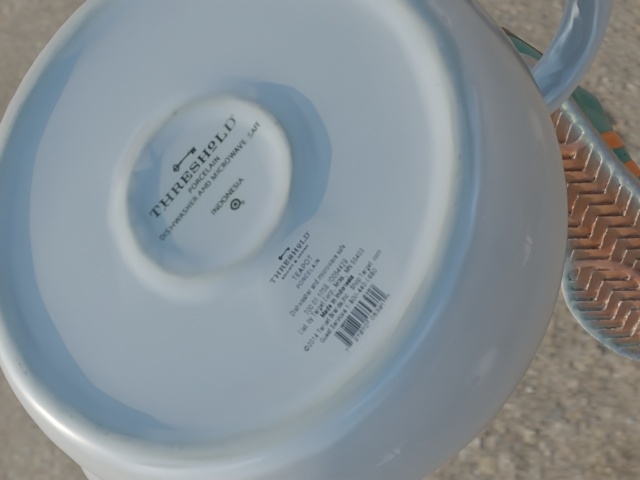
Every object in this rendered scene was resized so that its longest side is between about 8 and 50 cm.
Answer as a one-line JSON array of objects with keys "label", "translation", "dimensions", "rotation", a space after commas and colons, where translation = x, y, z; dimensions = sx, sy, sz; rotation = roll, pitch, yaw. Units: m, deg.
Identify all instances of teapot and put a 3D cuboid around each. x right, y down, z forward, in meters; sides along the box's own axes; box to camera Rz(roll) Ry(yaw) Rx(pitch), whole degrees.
[{"label": "teapot", "translation": [0.000, 0.000, 0.664], "dimensions": [0.256, 0.187, 0.253], "rotation": [-11, 70, 24]}]

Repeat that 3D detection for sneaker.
[{"label": "sneaker", "translation": [0.204, -0.042, 1.240], "dimensions": [0.108, 0.302, 0.121], "rotation": [-27, 27, 18]}]
